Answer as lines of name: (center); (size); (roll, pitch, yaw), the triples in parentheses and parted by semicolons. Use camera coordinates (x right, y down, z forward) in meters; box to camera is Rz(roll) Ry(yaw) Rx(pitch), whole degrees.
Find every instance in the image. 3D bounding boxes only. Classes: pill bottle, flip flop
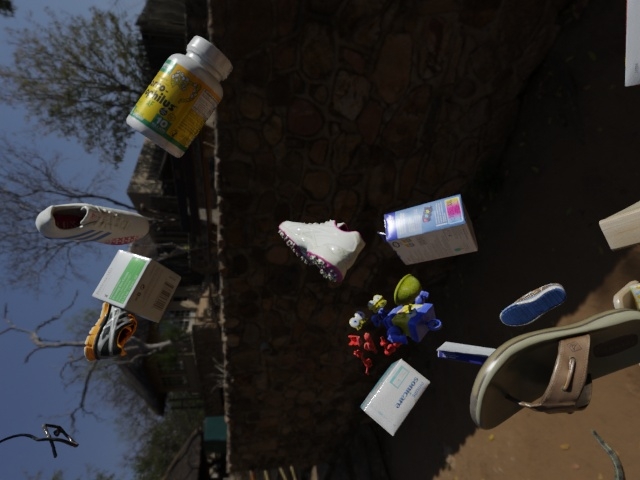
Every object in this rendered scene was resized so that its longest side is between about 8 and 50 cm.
pill bottle: (-0.262, -0.275, 0.775); (0.208, 0.118, 0.117); (-55, 12, -1)
flip flop: (0.323, 0.172, 0.521); (0.080, 0.277, 0.112); (-115, 7, -66)

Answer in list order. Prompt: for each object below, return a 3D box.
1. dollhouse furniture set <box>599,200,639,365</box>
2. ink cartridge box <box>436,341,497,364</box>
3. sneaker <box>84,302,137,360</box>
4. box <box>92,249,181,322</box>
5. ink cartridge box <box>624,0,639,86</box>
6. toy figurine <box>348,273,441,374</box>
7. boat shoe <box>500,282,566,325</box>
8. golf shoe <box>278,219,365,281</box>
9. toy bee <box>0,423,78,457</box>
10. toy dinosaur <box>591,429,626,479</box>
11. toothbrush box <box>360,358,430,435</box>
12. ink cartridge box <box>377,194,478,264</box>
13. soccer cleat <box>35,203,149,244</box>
dollhouse furniture set: (0.783, 0.088, 0.810); (0.362, 0.256, 0.394); (-31, 78, 54)
ink cartridge box: (0.565, 0.432, 1.523); (0.224, 0.223, 0.045); (14, -101, -63)
sneaker: (-0.479, 0.189, 0.970); (0.084, 0.083, 0.215); (98, 177, -52)
box: (-0.346, 0.088, 0.772); (0.101, 0.087, 0.102); (-69, -25, -20)
ink cartridge box: (0.752, -0.426, 0.869); (0.130, 0.309, 0.271); (5, 114, 43)
toy figurine: (0.281, 0.247, 1.208); (0.217, 0.362, 0.191); (-6, 110, 48)
boat shoe: (0.586, 0.177, 1.115); (0.183, 0.066, 0.066); (-36, 88, 32)
golf shoe: (0.000, 0.000, 1.089); (0.306, 0.140, 0.115); (32, 162, 48)
toy bee: (-0.522, 0.257, 0.537); (0.162, 0.298, 0.195); (-54, -9, -29)
toy dinosaur: (0.572, 0.507, 0.754); (0.064, 0.118, 0.268); (-26, 48, 45)
toothbrush box: (0.259, 0.560, 1.458); (0.216, 0.126, 0.295); (-50, -14, -13)
ink cartridge box: (0.456, -0.028, 1.784); (0.270, 0.395, 0.151); (43, -141, -49)
soccer cleat: (-0.687, -0.053, 1.266); (0.143, 0.331, 0.116); (-27, 73, 41)
